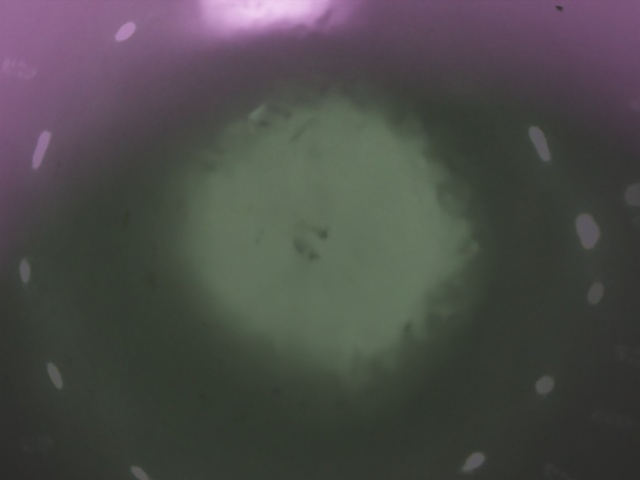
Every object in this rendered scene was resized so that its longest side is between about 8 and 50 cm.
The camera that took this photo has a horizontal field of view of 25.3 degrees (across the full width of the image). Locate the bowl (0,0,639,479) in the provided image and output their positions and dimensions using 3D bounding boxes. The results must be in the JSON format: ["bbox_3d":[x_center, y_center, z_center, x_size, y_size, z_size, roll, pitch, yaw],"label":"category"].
[{"bbox_3d":[0.000,0.000,0.520,0.337,0.157,0.337,1,87,-13],"label":"bowl"}]
